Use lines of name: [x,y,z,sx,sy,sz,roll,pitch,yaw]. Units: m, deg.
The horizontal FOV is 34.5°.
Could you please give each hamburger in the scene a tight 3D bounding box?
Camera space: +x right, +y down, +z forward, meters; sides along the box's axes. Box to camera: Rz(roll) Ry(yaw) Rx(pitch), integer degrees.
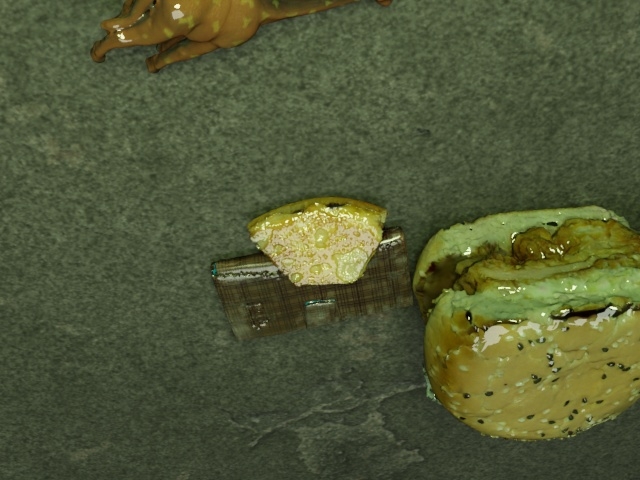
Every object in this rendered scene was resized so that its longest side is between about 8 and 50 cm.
hamburger: [0.268,0.102,1.219,0.317,0.195,0.277,-9,136,-5]

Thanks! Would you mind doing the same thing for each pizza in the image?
pizza: [0.000,0.000,1.160,0.160,0.036,0.099,-6,109,1]

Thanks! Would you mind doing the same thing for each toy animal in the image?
toy animal: [-0.062,-0.202,0.908,0.229,0.066,0.224,-22,166,30]

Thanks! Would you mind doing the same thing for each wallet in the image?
wallet: [-0.007,0.052,1.231,0.230,0.042,0.124,-12,132,1]
